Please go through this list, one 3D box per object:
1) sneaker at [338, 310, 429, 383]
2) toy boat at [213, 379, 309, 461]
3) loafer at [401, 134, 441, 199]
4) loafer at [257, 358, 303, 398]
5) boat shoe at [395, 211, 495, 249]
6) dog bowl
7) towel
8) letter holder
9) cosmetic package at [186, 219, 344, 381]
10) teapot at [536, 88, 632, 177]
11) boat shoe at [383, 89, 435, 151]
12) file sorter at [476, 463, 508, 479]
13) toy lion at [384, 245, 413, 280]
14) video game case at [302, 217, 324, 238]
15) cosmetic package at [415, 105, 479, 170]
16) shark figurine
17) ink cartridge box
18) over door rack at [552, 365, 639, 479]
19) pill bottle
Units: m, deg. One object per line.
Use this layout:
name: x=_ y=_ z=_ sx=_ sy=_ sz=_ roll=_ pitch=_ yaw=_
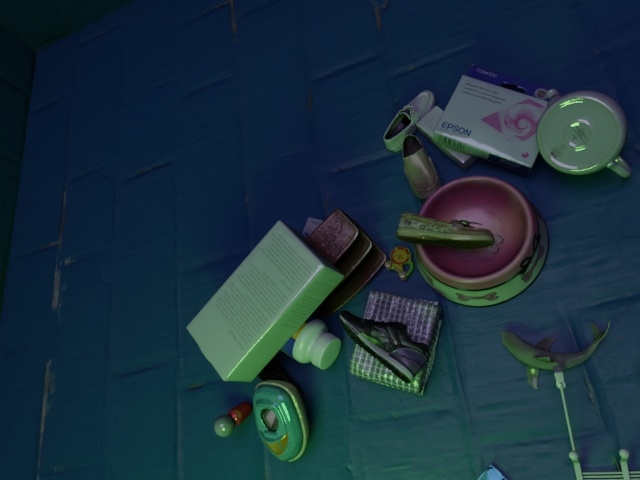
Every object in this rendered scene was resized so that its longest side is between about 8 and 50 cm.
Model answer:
sneaker: x=0.184 y=0.276 z=1.502 sx=0.283 sy=0.107 sz=0.124 roll=37 pitch=74 yaw=25
toy boat: x=-0.183 y=0.569 z=1.623 sx=0.318 sy=0.148 sz=0.268 roll=-9 pitch=100 yaw=35
loafer: x=0.323 y=-0.251 z=1.745 sx=0.101 sy=0.092 sz=0.269 roll=-27 pitch=50 yaw=16
loafer: x=-0.150 y=0.452 z=1.720 sx=0.220 sy=0.078 sz=0.080 roll=30 pitch=85 yaw=30
boat shoe: x=0.354 y=-0.033 z=1.487 sx=0.284 sy=0.104 sz=0.090 roll=7 pitch=76 yaw=27
dog bowl: x=0.467 y=-0.015 z=1.575 sx=0.407 sy=0.150 sz=0.409 roll=-9 pitch=67 yaw=21
towel: x=0.230 y=0.299 z=1.580 sx=0.234 sy=0.121 sz=0.284 roll=8 pitch=74 yaw=26
letter holder: x=0.040 y=0.084 z=1.718 sx=0.302 sy=0.152 sz=0.214 roll=-45 pitch=65 yaw=8
cosmetic package: x=-0.171 y=0.191 z=1.602 sx=0.453 sy=0.161 sz=0.230 roll=-48 pitch=61 yaw=5
teapot: x=0.769 y=-0.313 z=1.512 sx=0.252 sy=0.187 sz=0.256 roll=8 pitch=109 yaw=36
boat shoe: x=0.316 y=-0.434 z=1.843 sx=0.095 sy=0.084 sz=0.258 roll=31 pitch=86 yaw=31
file sorter: x=0.462 y=0.685 z=1.332 sx=0.118 sy=0.104 sz=0.170 roll=-49 pitch=59 yaw=1
toy lion: x=0.266 y=0.069 z=1.707 sx=0.100 sy=0.034 sz=0.096 roll=38 pitch=82 yaw=31
video game case: x=0.000 y=0.000 z=1.861 sx=0.157 sy=0.019 sz=0.143 roll=15 pitch=78 yaw=28
cosmetic package: x=0.440 y=-0.348 z=1.766 sx=0.098 sy=0.060 sz=0.239 roll=-40 pitch=60 yaw=0
shark figurine: x=0.637 y=0.304 z=1.396 sx=0.278 sy=0.116 sz=0.167 roll=-12 pitch=67 yaw=22
ink cartridge box: x=0.577 y=-0.412 z=1.673 sx=0.323 sy=0.071 sz=0.330 roll=24 pitch=77 yaw=18
over door rack: x=0.721 y=0.459 z=1.265 sx=0.239 sy=0.108 sz=0.325 roll=-11 pitch=79 yaw=20
pill bottle: x=-0.072 y=0.304 z=1.699 sx=0.271 sy=0.152 sz=0.152 roll=26 pitch=83 yaw=31
